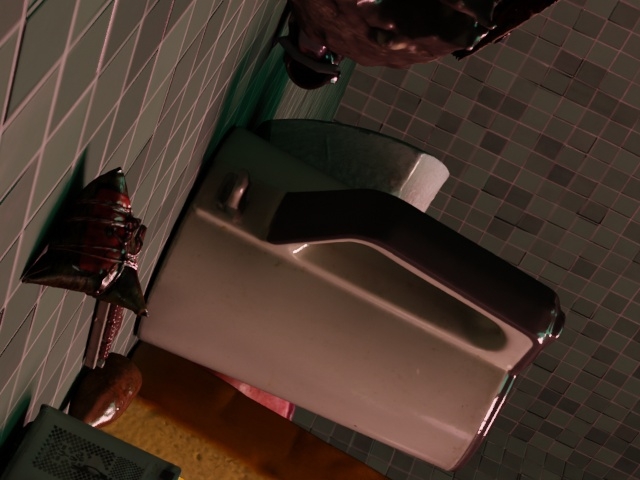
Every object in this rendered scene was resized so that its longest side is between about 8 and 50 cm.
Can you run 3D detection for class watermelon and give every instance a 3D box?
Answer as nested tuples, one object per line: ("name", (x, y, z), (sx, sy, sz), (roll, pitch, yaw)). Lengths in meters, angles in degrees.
("watermelon", (0.000, 0.000, 1.714), (0.387, 0.228, 0.258), (135, -33, -59))

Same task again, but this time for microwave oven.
("microwave oven", (-0.204, 0.246, 0.995), (0.208, 0.122, 0.162), (-65, 179, -46))

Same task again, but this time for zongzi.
("zongzi", (-0.124, 0.013, 0.822), (0.067, 0.073, 0.083), (-34, -156, 55))

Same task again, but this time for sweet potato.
("sweet potato", (-0.195, 0.144, 1.217), (0.117, 0.049, 0.049), (-58, 174, -51))

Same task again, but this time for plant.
("plant", (0.071, -0.253, 1.116), (0.276, 0.188, 0.199), (115, -1, -74))

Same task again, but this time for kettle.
("kettle", (0.037, 0.048, 1.456), (0.250, 0.376, 0.361), (-64, 180, -29))

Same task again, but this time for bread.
("bread", (-0.064, 0.241, 1.534), (0.077, 0.361, 0.138), (-58, -177, 19))

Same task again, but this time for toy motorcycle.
("toy motorcycle", (-0.001, -0.230, 1.438), (0.122, 0.082, 0.213), (-64, 168, -12))

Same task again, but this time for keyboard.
("keyboard", (-0.165, 0.048, 1.142), (0.166, 0.017, 0.055), (114, 1, -54))

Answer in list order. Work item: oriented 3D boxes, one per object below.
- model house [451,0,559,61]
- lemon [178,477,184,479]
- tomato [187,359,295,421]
("model house", (0.143, -0.344, 1.310), (0.297, 0.282, 0.317), (-35, -173, 8))
("lemon", (-0.225, 0.304, 1.838), (0.114, 0.114, 0.155), (-63, 175, -69))
("tomato", (-0.180, 0.267, 2.012), (0.289, 0.176, 0.335), (-106, -144, -51))
